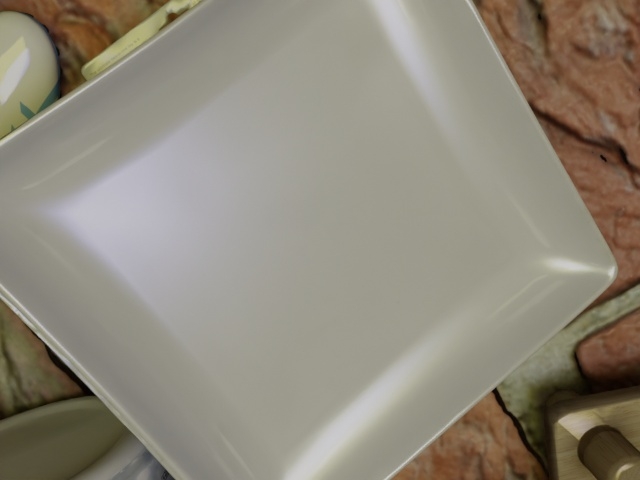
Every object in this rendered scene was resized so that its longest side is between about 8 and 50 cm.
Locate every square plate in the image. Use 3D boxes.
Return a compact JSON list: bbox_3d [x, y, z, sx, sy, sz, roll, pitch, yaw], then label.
[{"bbox_3d":[0.000,0.000,0.502,0.347,0.049,0.344,-39,110,-9],"label":"square plate"}]

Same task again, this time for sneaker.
[{"bbox_3d":[-0.258,-0.051,0.508,0.085,0.086,0.237,35,96,-9],"label":"sneaker"}]

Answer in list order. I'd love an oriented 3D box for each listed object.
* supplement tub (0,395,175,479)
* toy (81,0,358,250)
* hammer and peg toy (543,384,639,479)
[{"bbox_3d":[-0.168,0.291,0.534,0.194,0.193,0.315,-13,104,-2],"label":"supplement tub"},{"bbox_3d":[-0.037,-0.067,0.537,0.137,0.056,0.237,-38,108,-2],"label":"toy"},{"bbox_3d":[0.368,0.223,0.596,0.362,0.127,0.265,-9,103,-3],"label":"hammer and peg toy"}]
